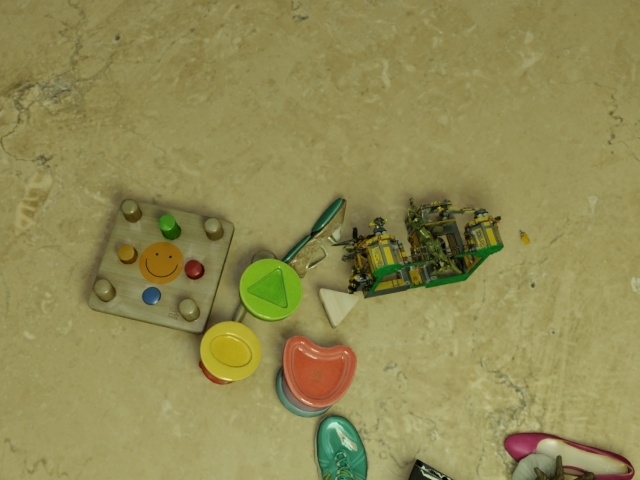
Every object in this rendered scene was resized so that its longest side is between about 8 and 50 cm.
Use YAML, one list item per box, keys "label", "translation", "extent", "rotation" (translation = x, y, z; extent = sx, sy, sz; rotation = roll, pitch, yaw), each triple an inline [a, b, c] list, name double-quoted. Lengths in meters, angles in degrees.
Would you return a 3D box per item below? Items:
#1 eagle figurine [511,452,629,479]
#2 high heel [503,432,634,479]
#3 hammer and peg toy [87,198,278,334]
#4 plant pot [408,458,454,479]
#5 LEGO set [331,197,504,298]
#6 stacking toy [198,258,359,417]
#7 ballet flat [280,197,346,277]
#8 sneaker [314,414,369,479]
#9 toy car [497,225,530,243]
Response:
- label: "eagle figurine"
  translation: [0.442, 0.572, 1.795]
  extent: [0.226, 0.298, 0.225]
  rotation: [13, 32, 37]
- label: "high heel"
  translation: [0.484, 0.424, 1.873]
  extent: [0.244, 0.117, 0.082]
  rotation: [21, 72, 8]
- label: "hammer and peg toy"
  translation: [-0.281, 0.069, 2.006]
  extent: [0.361, 0.127, 0.265]
  rotation: [13, 71, 5]
- label: "plant pot"
  translation: [0.222, 0.536, 1.810]
  extent: [0.188, 0.187, 0.167]
  rotation: [30, 85, 11]
- label: "LEGO set"
  translation: [0.194, -0.018, 1.974]
  extent: [0.331, 0.255, 0.192]
  rotation: [-13, 70, -8]
- label: "stacking toy"
  translation: [-0.081, 0.206, 1.965]
  extent: [0.309, 0.130, 0.279]
  rotation: [22, 62, -6]
- label: "ballet flat"
  translation: [0.000, 0.000, 2.071]
  extent: [0.067, 0.073, 0.206]
  rotation: [45, 78, -13]
- label: "sneaker"
  translation: [0.049, 0.472, 1.865]
  extent: [0.107, 0.110, 0.275]
  rotation: [-8, 69, -2]
- label: "toy car"
  translation: [0.389, -0.011, 2.088]
  extent: [0.122, 0.060, 0.040]
  rotation: [25, 27, -8]
